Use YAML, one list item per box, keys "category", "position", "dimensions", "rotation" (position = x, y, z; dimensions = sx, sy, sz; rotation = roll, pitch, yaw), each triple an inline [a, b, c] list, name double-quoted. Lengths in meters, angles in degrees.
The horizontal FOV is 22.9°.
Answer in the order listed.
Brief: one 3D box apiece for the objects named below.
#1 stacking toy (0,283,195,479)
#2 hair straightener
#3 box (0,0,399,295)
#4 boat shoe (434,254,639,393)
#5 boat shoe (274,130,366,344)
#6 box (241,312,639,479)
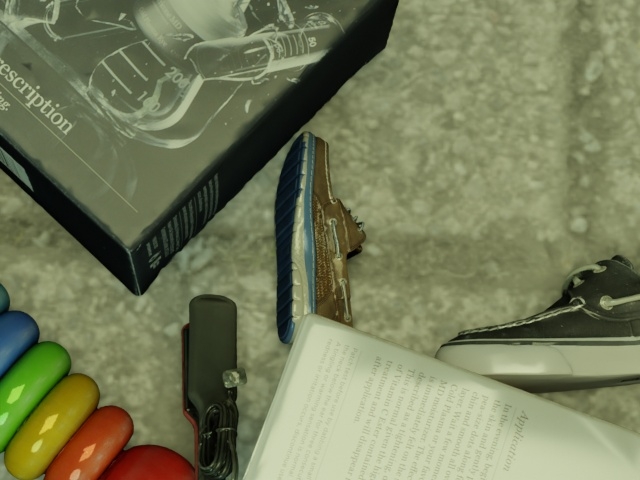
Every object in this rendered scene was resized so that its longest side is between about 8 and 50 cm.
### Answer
- category: "stacking toy"
  position: [-0.234, 0.133, 1.240]
  dimensions: [0.330, 0.141, 0.141]
  rotation: [40, 78, 0]
- category: "hair straightener"
  position: [-0.087, 0.133, 1.214]
  dimensions: [0.047, 0.089, 0.230]
  rotation: [10, 49, -9]
- category: "box"
  position: [-0.164, -0.192, 1.283]
  dimensions: [0.343, 0.179, 0.312]
  rotation: [42, 77, 6]
- category: "boat shoe"
  position: [0.236, 0.064, 1.284]
  dimensions: [0.301, 0.108, 0.102]
  rotation: [-5, 78, -7]
- category: "boat shoe"
  position: [0.000, 0.000, 1.312]
  dimensions: [0.066, 0.066, 0.183]
  rotation: [7, 74, -19]
- category: "box"
  position: [0.118, 0.204, 1.189]
  dimensions: [0.345, 0.215, 0.168]
  rotation: [20, 77, 1]
